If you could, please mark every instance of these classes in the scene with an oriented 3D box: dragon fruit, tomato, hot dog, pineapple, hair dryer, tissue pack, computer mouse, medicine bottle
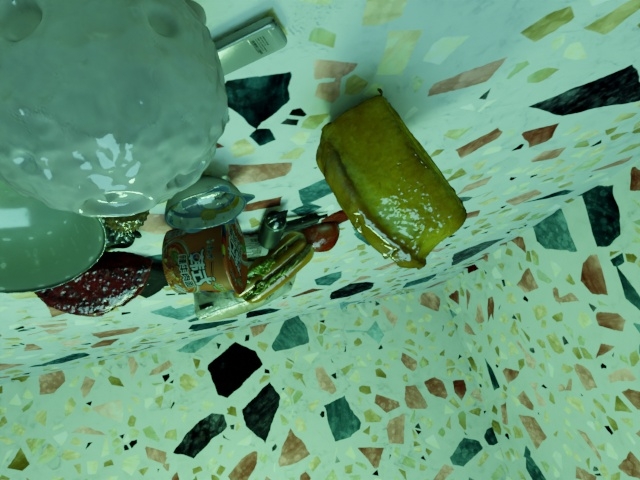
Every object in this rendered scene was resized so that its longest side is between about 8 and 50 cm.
[{"bbox_3d":[-0.647,0.123,1.315,0.316,0.152,0.205,-4,-165,-19],"label":"dragon fruit"},{"bbox_3d":[-0.007,0.004,1.715,0.174,0.082,0.166,-13,162,-17],"label":"tomato"},{"bbox_3d":[-0.174,0.107,1.625,0.337,0.135,0.100,-39,-178,4],"label":"hot dog"},{"bbox_3d":[-0.502,-0.049,1.146,0.119,0.111,0.237,22,152,-20],"label":"pineapple"},{"bbox_3d":[-0.078,-0.068,1.505,0.248,0.078,0.196,-19,163,-23],"label":"hair dryer"},{"bbox_3d":[-0.313,0.196,1.869,0.389,0.195,0.375,-19,173,8],"label":"tissue pack"},{"bbox_3d":[-0.614,0.124,1.557,0.147,0.088,0.264,-36,157,7],"label":"computer mouse"},{"bbox_3d":[-0.256,0.021,1.563,0.139,0.079,0.079,-6,159,-25],"label":"medicine bottle"}]

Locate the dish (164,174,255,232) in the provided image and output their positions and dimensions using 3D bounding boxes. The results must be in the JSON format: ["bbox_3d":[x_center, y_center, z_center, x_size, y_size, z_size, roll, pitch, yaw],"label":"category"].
[{"bbox_3d":[-0.291,-0.108,1.167,0.236,0.086,0.227,-27,159,28],"label":"dish"}]

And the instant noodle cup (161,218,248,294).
[{"bbox_3d":[-0.342,0.048,1.360,0.191,0.251,0.250,-7,162,5],"label":"instant noodle cup"}]

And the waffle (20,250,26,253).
[{"bbox_3d":[-0.688,0.024,1.120,0.237,0.059,0.243,16,177,-9],"label":"waffle"}]

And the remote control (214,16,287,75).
[{"bbox_3d":[-0.183,-0.310,0.784,0.260,0.029,0.067,-19,161,15],"label":"remote control"}]

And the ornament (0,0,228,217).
[{"bbox_3d":[-0.289,-0.188,0.603,0.336,0.337,0.337,-14,161,-5],"label":"ornament"}]

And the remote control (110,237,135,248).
[{"bbox_3d":[-0.613,-0.011,1.242,0.072,0.042,0.221,-25,160,31],"label":"remote control"}]

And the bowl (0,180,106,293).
[{"bbox_3d":[-0.617,-0.052,0.907,0.336,0.158,0.337,-17,146,-12],"label":"bowl"}]

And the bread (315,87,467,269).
[{"bbox_3d":[0.160,-0.129,1.032,0.215,0.398,0.398,-36,155,20],"label":"bread"}]
